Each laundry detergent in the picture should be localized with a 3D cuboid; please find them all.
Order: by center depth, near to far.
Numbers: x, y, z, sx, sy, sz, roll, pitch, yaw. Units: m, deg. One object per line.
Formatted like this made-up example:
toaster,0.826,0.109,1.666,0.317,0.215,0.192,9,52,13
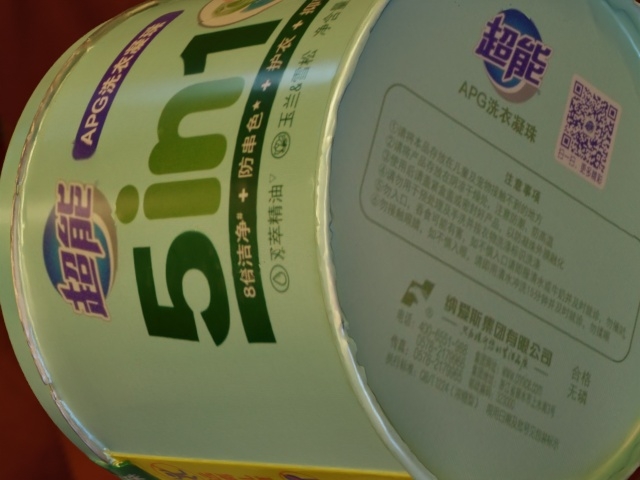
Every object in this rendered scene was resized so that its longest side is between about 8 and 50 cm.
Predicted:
laundry detergent,0.000,0.000,1.019,0.305,0.287,0.287,-4,67,46
